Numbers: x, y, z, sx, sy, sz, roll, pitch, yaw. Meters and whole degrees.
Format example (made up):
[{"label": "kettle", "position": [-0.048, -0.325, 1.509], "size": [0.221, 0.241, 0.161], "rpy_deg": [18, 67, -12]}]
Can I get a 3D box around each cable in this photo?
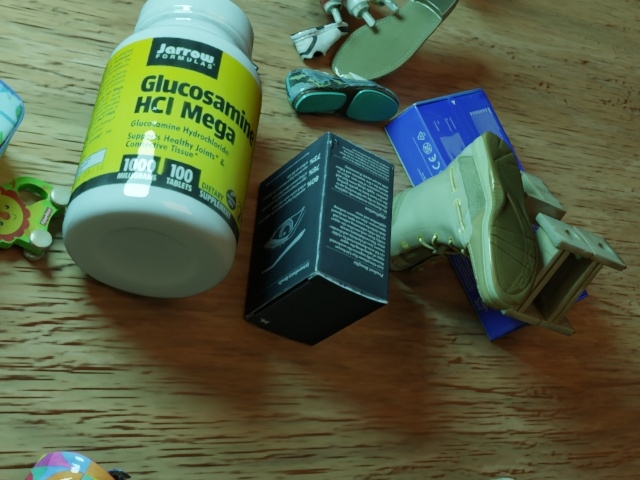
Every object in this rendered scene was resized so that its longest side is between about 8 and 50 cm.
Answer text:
[{"label": "cable", "position": [-0.003, -0.423, 1.744], "size": [0.139, 0.072, 0.287], "rpy_deg": [-14, 56, -27]}]

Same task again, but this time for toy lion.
[{"label": "toy lion", "position": [-0.329, -0.030, 1.280], "size": [0.096, 0.034, 0.100], "rpy_deg": [29, 51, -15]}]

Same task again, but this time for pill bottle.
[{"label": "pill bottle", "position": [-0.167, -0.119, 1.349], "size": [0.188, 0.188, 0.334], "rpy_deg": [26, 52, -27]}]

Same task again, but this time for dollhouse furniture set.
[{"label": "dollhouse furniture set", "position": [0.297, 0.013, 1.624], "size": [0.129, 0.129, 0.183], "rpy_deg": [19, 27, -30]}]

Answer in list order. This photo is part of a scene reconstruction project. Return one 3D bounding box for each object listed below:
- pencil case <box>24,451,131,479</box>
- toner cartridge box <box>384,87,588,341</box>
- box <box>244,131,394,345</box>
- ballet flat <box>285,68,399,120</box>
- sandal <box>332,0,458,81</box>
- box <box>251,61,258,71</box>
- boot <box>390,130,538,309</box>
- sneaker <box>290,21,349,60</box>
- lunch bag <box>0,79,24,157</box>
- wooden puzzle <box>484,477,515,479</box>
[{"label": "pencil case", "position": [-0.264, 0.305, 1.099], "size": [0.104, 0.104, 0.236], "rpy_deg": [42, 48, -14]}, {"label": "toner cartridge box", "position": [0.240, -0.042, 1.720], "size": [0.165, 0.075, 0.348], "rpy_deg": [-17, 78, -44]}, {"label": "box", "position": [0.000, 0.000, 1.446], "size": [0.108, 0.153, 0.207], "rpy_deg": [24, 54, -28]}, {"label": "ballet flat", "position": [0.030, -0.208, 1.652], "size": [0.188, 0.070, 0.070], "rpy_deg": [3, 64, -42]}, {"label": "sandal", "position": [0.117, -0.293, 1.753], "size": [0.088, 0.079, 0.240], "rpy_deg": [42, 75, 17]}, {"label": "box", "position": [-0.128, -0.230, 1.562], "size": [0.083, 0.018, 0.067], "rpy_deg": [39, 48, -16]}, {"label": "boot", "position": [0.169, 0.006, 1.543], "size": [0.095, 0.203, 0.262], "rpy_deg": [28, 45, -36]}, {"label": "sneaker", "position": [0.002, -0.283, 1.691], "size": [0.109, 0.040, 0.043], "rpy_deg": [-25, 100, -41]}, {"label": "lunch bag", "position": [-0.418, -0.106, 1.205], "size": [0.176, 0.090, 0.219], "rpy_deg": [36, 48, -19]}, {"label": "wooden puzzle", "position": [0.190, 0.405, 1.451], "size": [0.239, 0.044, 0.221], "rpy_deg": [2, 66, -39]}]
